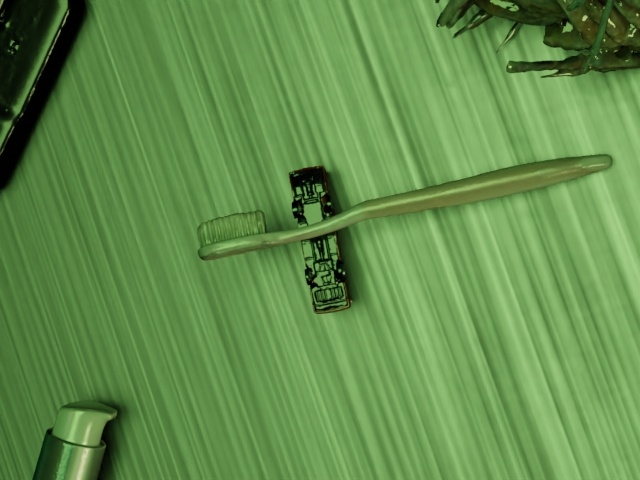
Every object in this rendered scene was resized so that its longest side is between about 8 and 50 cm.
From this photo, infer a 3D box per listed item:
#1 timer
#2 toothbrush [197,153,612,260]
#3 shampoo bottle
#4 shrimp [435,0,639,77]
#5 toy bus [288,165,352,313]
[{"bbox_3d":[-0.287,-0.145,1.272,0.144,0.055,0.187,28,99,16],"label":"timer"},{"bbox_3d":[0.059,-0.030,1.150,0.307,0.025,0.029,-12,77,4],"label":"toothbrush"},{"bbox_3d":[-0.209,0.218,1.242,0.074,0.074,0.192,16,96,17],"label":"shampoo bottle"},{"bbox_3d":[0.172,-0.177,1.067,0.372,0.172,0.137,5,98,10],"label":"shrimp"},{"bbox_3d":[0.000,0.000,1.188,0.031,0.043,0.110,-10,86,4],"label":"toy bus"}]
